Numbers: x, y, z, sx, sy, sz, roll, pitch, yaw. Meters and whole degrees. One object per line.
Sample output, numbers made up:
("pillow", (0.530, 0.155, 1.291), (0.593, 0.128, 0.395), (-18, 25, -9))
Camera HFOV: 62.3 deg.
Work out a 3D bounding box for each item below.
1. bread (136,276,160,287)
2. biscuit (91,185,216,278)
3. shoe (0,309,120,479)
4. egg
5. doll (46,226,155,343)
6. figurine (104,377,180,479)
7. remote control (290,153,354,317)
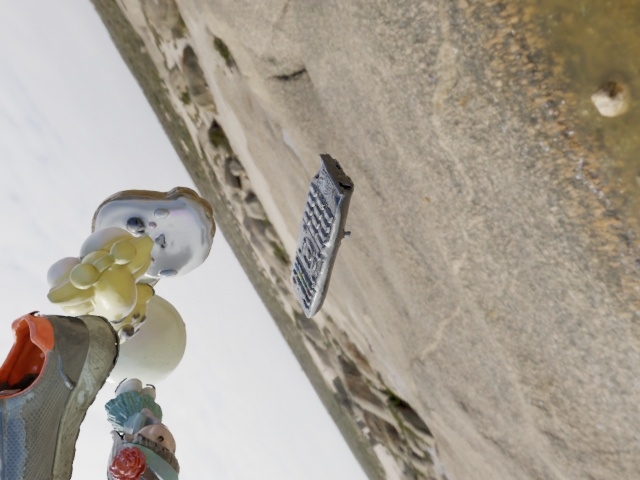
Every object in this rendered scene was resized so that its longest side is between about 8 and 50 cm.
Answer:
("bread", (-0.414, 0.044, 1.191), (0.110, 0.210, 0.192), (41, -170, -30))
("biscuit", (-0.284, -0.006, 0.904), (0.049, 0.208, 0.181), (-103, 15, -53))
("shoe", (-0.226, 0.142, 0.396), (0.074, 0.194, 0.077), (11, 164, 34))
("egg", (-0.538, 0.280, 1.500), (0.283, 0.283, 0.345), (58, -174, 13))
("doll", (-0.240, 0.063, 0.592), (0.086, 0.117, 0.291), (48, 154, 4))
("figurine", (-0.317, 0.337, 0.909), (0.138, 0.110, 0.245), (48, 179, -35))
("remote control", (0.000, 0.000, 1.101), (0.399, 0.062, 0.145), (104, 148, -48))
